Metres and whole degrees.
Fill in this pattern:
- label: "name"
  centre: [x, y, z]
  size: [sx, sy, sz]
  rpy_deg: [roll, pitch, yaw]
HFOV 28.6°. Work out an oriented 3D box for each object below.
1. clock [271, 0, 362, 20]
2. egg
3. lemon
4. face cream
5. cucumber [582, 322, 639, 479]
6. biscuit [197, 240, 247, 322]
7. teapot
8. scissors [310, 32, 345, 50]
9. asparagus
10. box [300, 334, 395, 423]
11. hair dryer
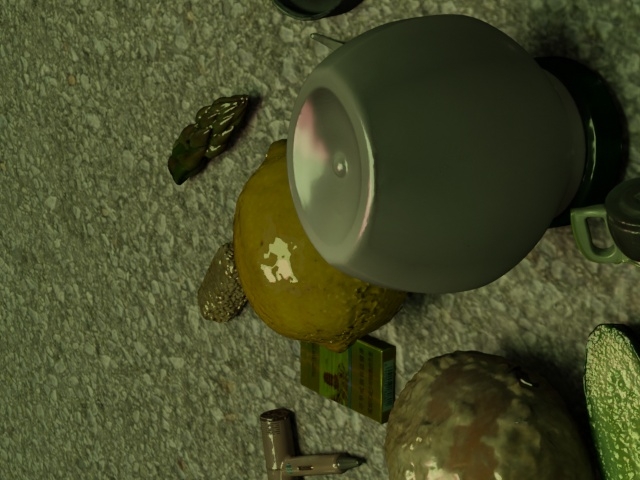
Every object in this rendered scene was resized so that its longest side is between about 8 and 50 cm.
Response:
- label: "clock"
  centre: [-0.010, -0.453, 1.781]
  size: [0.280, 0.055, 0.280]
  rpy_deg: [20, 116, 48]
- label: "egg"
  centre: [0.209, 0.286, 1.571]
  size: [0.310, 0.279, 0.279]
  rpy_deg: [-103, 29, -44]
- label: "lemon"
  centre: [0.000, 0.000, 1.741]
  size: [0.258, 0.258, 0.310]
  rpy_deg: [-30, 74, 51]
- label: "face cream"
  centre: [0.150, -0.099, 1.431]
  size: [0.219, 0.357, 0.312]
  rpy_deg: [3, 99, 55]
- label: "cucumber"
  centre: [0.378, 0.213, 1.486]
  size: [0.115, 0.063, 0.244]
  rpy_deg: [-12, 91, 45]
- label: "biscuit"
  centre: [-0.155, 0.071, 2.112]
  size: [0.168, 0.070, 0.082]
  rpy_deg: [-54, 50, 47]
- label: "teapot"
  centre: [0.357, -0.016, 1.424]
  size: [0.124, 0.092, 0.091]
  rpy_deg: [15, 134, 34]
- label: "scissors"
  centre: [0.043, -0.269, 1.803]
  size: [0.189, 0.015, 0.100]
  rpy_deg: [32, 127, 43]
- label: "asparagus"
  centre: [-0.192, -0.171, 2.077]
  size: [0.287, 0.080, 0.080]
  rpy_deg: [-33, 74, 50]
- label: "box"
  centre: [0.039, 0.194, 1.935]
  size: [0.193, 0.030, 0.121]
  rpy_deg: [20, 116, 48]
- label: "hair dryer"
  centre: [-0.004, 0.385, 2.042]
  size: [0.220, 0.053, 0.195]
  rpy_deg: [3, 104, 44]
